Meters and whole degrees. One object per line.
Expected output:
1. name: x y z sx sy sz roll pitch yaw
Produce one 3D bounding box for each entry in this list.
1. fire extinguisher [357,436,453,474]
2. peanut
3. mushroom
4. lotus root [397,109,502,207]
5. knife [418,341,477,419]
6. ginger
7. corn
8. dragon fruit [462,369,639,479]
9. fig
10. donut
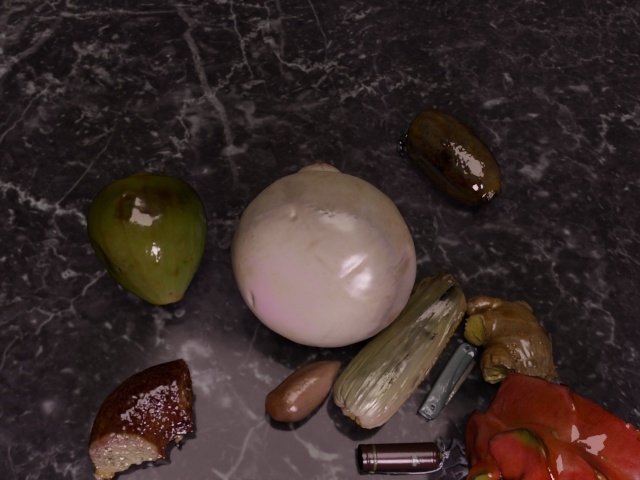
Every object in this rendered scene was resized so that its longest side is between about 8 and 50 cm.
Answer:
1. fire extinguisher: 0.143 0.360 1.082 0.158 0.043 0.064 0 94 -4
2. peanut: -0.025 0.251 1.102 0.152 0.076 0.076 -32 70 -22
3. mushroom: -0.009 0.005 1.107 0.315 0.315 0.356 -18 71 -13
4. lotus root: 0.269 -0.167 1.308 0.123 0.124 0.241 -41 73 -10
5. knife: 0.232 0.249 1.155 0.044 0.023 0.162 36 66 8
6. ginger: 0.340 0.190 1.141 0.157 0.102 0.216 15 46 -20
7. corn: 0.142 0.185 1.124 0.122 0.123 0.305 36 65 13
8. dragon fruit: 0.341 0.369 0.968 0.305 0.305 0.226 32 66 11
9. fig: -0.301 -0.009 1.137 0.207 0.207 0.230 -4 63 -7
10. donut: -0.293 0.280 1.044 0.186 0.126 0.144 -16 59 -12
